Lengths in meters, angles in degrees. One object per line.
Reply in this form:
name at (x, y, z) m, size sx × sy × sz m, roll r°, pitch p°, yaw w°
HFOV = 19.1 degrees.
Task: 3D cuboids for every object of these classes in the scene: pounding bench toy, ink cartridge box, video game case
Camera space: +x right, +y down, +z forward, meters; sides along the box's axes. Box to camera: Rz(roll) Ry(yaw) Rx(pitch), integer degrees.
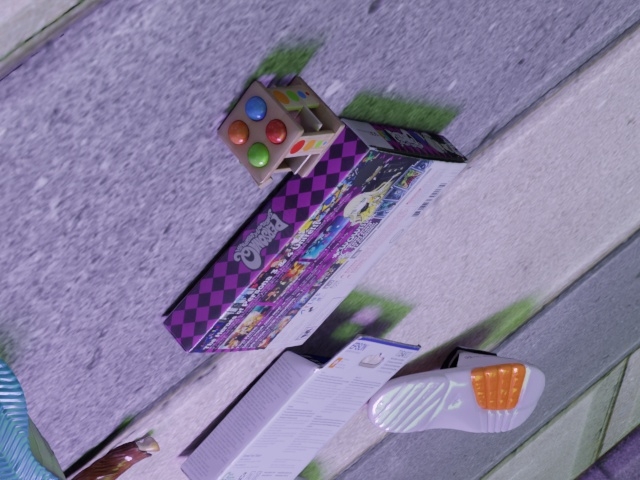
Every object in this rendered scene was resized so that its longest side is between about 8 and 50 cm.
pounding bench toy at (-0.038, -0.067, 1.344) m, size 0.065 × 0.052 × 0.083 m, roll -13°, pitch 146°, yaw -56°
ink cartridge box at (-0.016, 0.165, 1.921) m, size 0.224 × 0.045 × 0.223 m, roll -46°, pitch 162°, yaw 8°
video game case at (0.000, 0.000, 1.588) m, size 0.232 × 0.042 × 0.210 m, roll -48°, pitch 161°, yaw 18°

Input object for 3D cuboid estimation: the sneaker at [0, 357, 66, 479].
sneaker at (-0.246, 0.131, 1.330) m, size 0.087 × 0.092 × 0.229 m, roll -34°, pitch 141°, yaw -15°

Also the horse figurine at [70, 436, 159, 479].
horse figurine at (-0.195, 0.289, 1.727) m, size 0.174 × 0.066 × 0.263 m, roll -30°, pitch 132°, yaw -29°

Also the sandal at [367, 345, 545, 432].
sandal at (0.154, 0.168, 2.249) m, size 0.265 × 0.076 × 0.102 m, roll 3°, pitch 121°, yaw -37°

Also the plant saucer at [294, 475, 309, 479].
plant saucer at (-0.108, 0.449, 2.129) m, size 0.400 × 0.100 × 0.400 m, roll -31°, pitch 126°, yaw -55°
